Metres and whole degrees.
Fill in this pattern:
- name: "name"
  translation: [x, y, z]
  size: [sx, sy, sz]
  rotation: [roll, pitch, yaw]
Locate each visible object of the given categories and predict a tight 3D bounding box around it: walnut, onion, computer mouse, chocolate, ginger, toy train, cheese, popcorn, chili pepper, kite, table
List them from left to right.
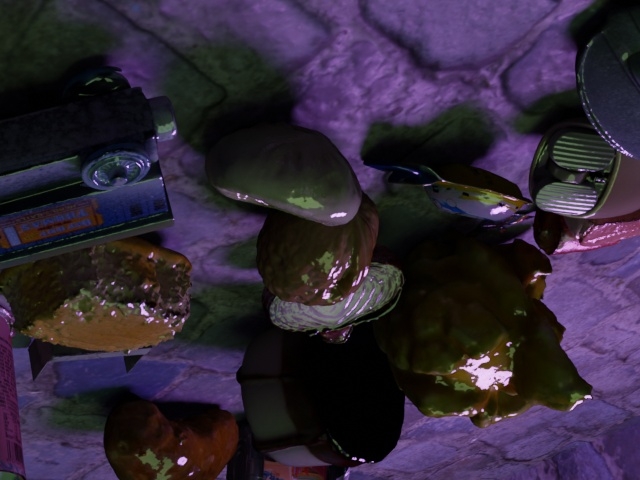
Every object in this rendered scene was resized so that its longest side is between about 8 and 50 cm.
- name: "toy train"
  translation: [-0.288, -0.060, 1.196]
  size: [0.299, 0.131, 0.202]
  rotation: [-14, 157, -9]
- name: "table"
  translation: [-0.314, 0.134, 1.663]
  size: [0.146, 0.062, 0.175]
  rotation: [-3, 154, -31]
- name: "ginger"
  translation: [-0.263, 0.365, 2.063]
  size: [0.165, 0.172, 0.321]
  rotation: [14, 175, 30]
- name: "chocolate"
  translation: [-0.015, 0.232, 1.881]
  size: [0.186, 0.284, 0.283]
  rotation: [-15, 161, 33]
- name: "walnut"
  translation: [0.000, 0.000, 1.500]
  size: [0.155, 0.155, 0.184]
  rotation: [-5, 150, -27]
- name: "onion"
  translation: [0.016, 0.064, 1.695]
  size: [0.205, 0.098, 0.151]
  rotation: [-10, 130, -4]
- name: "cheese"
  translation: [0.168, -0.071, 1.543]
  size: [0.250, 0.064, 0.156]
  rotation: [14, 178, -32]
- name: "popcorn"
  translation: [0.238, 0.162, 1.799]
  size: [0.290, 0.321, 0.326]
  rotation: [-22, 136, 13]
- name: "kite"
  translation: [0.270, -0.025, 1.809]
  size: [0.122, 0.004, 0.090]
  rotation: [-21, 154, 12]
- name: "chili pepper"
  translation: [0.422, -0.033, 1.803]
  size: [0.192, 0.084, 0.086]
  rotation: [-10, 152, -11]
- name: "computer mouse"
  translation: [0.387, -0.100, 1.600]
  size: [0.236, 0.082, 0.145]
  rotation: [-2, 123, -32]
- name: "computer mouse"
  translation: [0.454, -0.172, 1.452]
  size: [0.203, 0.114, 0.374]
  rotation: [-23, 151, 38]

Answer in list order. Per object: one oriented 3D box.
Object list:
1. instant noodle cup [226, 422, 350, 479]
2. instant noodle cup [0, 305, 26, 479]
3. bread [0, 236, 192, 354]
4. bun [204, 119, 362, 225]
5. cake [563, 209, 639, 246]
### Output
- name: "instant noodle cup"
  translation: [-0.077, 0.450, 2.299]
  size: [0.181, 0.258, 0.302]
  rotation: [8, 134, -20]
- name: "instant noodle cup"
  translation: [-0.493, 0.226, 1.526]
  size: [0.242, 0.231, 0.243]
  rotation: [-16, 157, -7]
- name: "bread"
  translation: [-0.272, 0.066, 1.478]
  size: [0.174, 0.121, 0.245]
  rotation: [-24, 159, 28]
- name: "bun"
  translation: [-0.038, -0.082, 1.346]
  size: [0.183, 0.102, 0.183]
  rotation: [17, 176, 1]
- name: "cake"
  translation: [0.455, -0.061, 1.740]
  size: [0.225, 0.109, 0.090]
  rotation: [-9, 154, -20]
